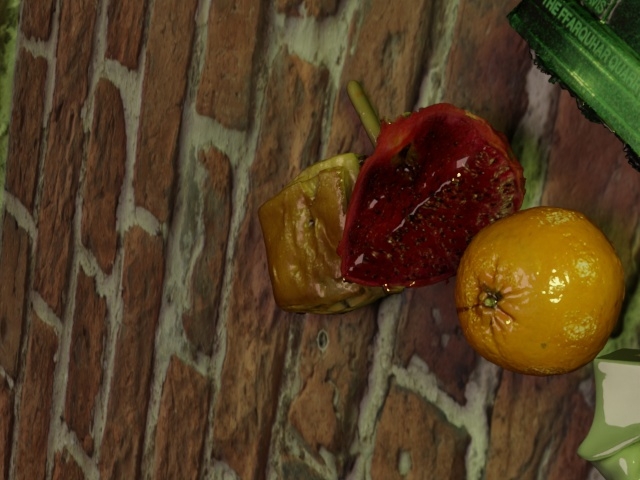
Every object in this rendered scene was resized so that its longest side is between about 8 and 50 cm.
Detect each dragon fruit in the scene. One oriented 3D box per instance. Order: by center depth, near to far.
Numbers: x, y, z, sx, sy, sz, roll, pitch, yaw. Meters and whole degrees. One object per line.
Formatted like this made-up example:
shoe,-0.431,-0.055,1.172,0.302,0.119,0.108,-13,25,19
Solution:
dragon fruit,0.139,-0.075,1.577,0.262,0.134,0.211,-41,45,31

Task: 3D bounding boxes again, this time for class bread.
bread,0.000,0.000,1.796,0.235,0.099,0.210,-22,74,54

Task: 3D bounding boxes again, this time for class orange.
orange,0.230,0.055,1.401,0.193,0.161,0.193,-8,81,59

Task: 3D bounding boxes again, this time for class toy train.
toy train,0.329,-0.188,1.267,0.330,0.139,0.178,54,130,38

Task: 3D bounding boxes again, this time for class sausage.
sausage,0.065,-0.166,1.759,0.024,0.024,0.132,-55,50,42

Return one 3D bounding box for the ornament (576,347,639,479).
ornament,0.326,0.247,1.313,0.120,0.130,0.285,-15,70,39
